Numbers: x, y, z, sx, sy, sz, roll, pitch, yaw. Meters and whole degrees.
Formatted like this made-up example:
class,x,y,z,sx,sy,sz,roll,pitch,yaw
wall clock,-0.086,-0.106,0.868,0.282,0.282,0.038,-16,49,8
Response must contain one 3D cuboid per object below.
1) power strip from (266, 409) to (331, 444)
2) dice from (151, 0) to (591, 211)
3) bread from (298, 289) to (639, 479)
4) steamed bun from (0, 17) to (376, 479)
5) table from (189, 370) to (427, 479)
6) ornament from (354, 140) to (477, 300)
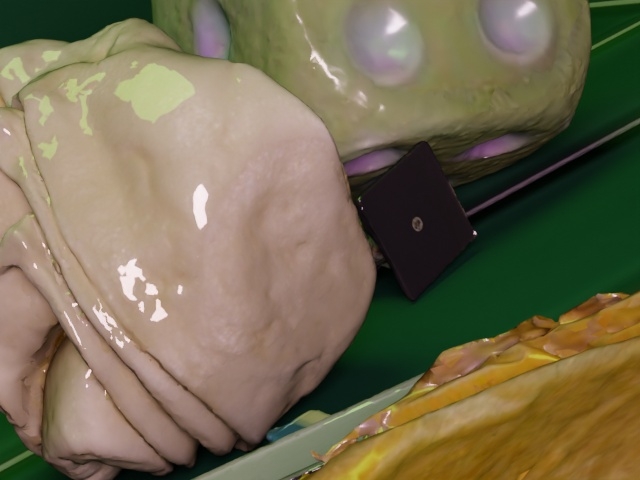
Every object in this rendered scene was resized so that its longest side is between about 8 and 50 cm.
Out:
class,x,y,z,sx,sy,sz,roll,pitch,yaw
power strip,0.017,0.111,0.749,0.032,0.056,0.123,-31,13,-17
dice,0.028,-0.164,1.242,0.250,0.252,0.254,-8,-11,-28
bread,0.072,0.109,0.401,0.227,0.142,0.253,-50,12,-29
steamed bun,-0.130,0.023,0.972,0.289,0.276,0.203,18,51,36
table,-0.038,0.140,0.595,0.240,0.121,0.111,-24,13,0
ornament,-0.003,0.004,1.155,0.203,0.088,0.081,-12,22,41
